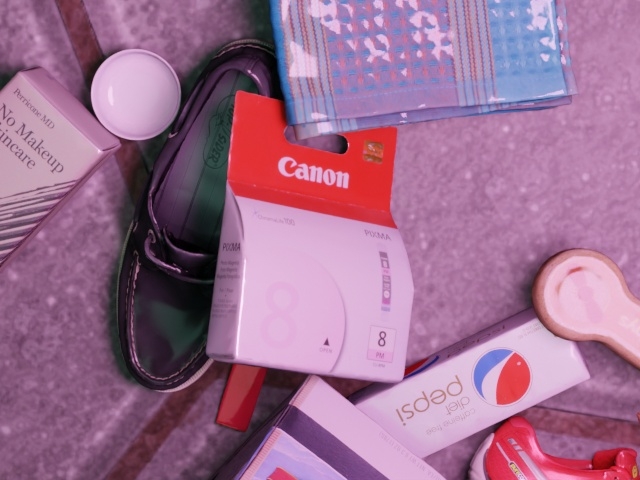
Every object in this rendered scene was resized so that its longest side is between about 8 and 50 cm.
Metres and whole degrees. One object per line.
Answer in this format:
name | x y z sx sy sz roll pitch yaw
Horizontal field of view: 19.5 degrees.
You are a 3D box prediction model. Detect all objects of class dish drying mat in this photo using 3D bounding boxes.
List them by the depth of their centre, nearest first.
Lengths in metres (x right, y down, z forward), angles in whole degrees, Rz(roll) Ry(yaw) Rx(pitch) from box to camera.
dish drying mat | -0.072 0.136 1.741 0.032 0.008 0.083 18 98 1

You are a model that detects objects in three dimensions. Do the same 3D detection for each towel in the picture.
towel | 0.079 -0.283 1.613 0.271 0.040 0.370 -9 97 -15

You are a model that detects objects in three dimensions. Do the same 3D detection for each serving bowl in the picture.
serving bowl | -0.167 -0.134 1.701 0.083 0.027 0.083 1 98 4

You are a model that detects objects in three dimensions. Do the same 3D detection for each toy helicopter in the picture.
toy helicopter | 0.331 0.136 1.623 0.355 0.140 0.235 33 90 0

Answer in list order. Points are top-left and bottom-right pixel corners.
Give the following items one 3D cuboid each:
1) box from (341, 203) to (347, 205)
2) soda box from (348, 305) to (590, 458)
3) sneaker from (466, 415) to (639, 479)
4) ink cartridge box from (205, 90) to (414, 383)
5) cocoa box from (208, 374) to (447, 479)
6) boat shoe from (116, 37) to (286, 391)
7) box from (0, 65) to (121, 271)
box | -0.024 0.034 1.673 0.027 0.094 0.137 23 116 45
soda box | 0.133 0.133 1.692 0.216 0.069 0.074 -27 95 9
sneaker | 0.270 0.249 1.682 0.279 0.107 0.118 28 89 -2
ink cartridge box | 0.000 0.000 1.615 0.189 0.066 0.232 10 88 -37
cocoa box | 0.026 0.339 1.616 0.347 0.228 0.231 40 124 -1
boat shoe | -0.107 -0.015 1.669 0.127 0.113 0.340 25 99 1
box | -0.317 -0.024 1.696 0.113 0.094 0.275 43 100 -2
